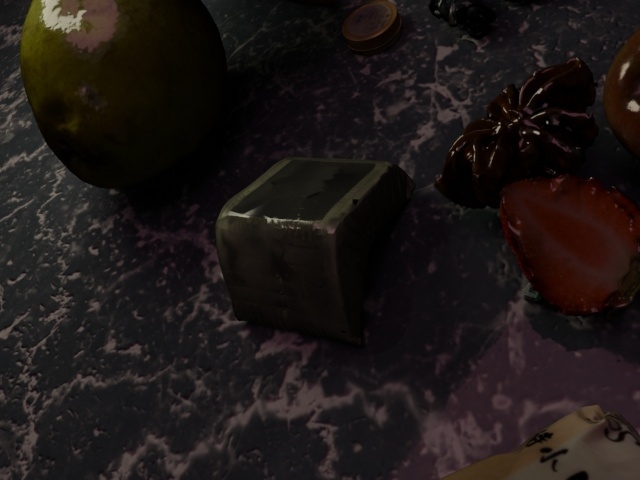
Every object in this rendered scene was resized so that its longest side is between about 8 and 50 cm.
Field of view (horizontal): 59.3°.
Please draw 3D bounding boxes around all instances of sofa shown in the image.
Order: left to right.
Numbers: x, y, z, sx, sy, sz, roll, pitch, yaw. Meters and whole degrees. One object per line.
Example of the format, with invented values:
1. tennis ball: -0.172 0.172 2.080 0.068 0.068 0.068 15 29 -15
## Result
1. sofa: 0.000 0.000 0.771 0.210 0.175 0.225 5 34 28

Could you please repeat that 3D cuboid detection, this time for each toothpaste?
1. toothpaste: 0.263 0.034 0.658 0.020 0.017 0.083 17 68 33

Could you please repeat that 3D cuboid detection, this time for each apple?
1. apple: 0.407 -0.159 0.597 0.174 0.188 0.188 0 48 -24

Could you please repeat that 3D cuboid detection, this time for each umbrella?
1. umbrella: 0.215 -0.418 0.947 0.071 0.080 0.224 -49 38 36

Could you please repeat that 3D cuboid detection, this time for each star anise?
1. star anise: 0.249 -0.116 0.684 0.220 0.125 0.190 -41 8 3

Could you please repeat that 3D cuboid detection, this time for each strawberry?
1. strawberry: 0.264 0.004 0.609 0.187 0.082 0.146 35 74 -1

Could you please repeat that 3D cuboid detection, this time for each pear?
1. pear: -0.320 -0.287 0.949 0.352 0.352 0.413 -13 59 18

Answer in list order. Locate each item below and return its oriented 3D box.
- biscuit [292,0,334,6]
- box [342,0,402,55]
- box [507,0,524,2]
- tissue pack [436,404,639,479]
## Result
1. biscuit: -0.172 -0.516 0.994 0.429 0.447 0.103 48 127 54
2. box: 0.091 -0.377 0.995 0.106 0.037 0.105 -13 55 19
3. box: 0.383 -0.584 0.845 0.351 0.091 0.358 -16 90 13
4. tissue pack: 0.158 0.353 0.405 0.390 0.195 0.375 -32 39 4
